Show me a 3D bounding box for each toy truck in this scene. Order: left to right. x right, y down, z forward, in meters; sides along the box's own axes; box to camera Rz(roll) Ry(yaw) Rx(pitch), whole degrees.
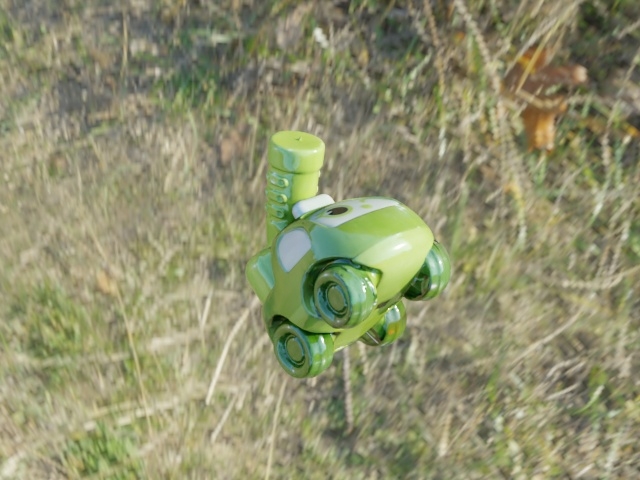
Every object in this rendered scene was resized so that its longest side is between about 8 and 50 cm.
[{"bbox_3d":[0.003,0.021,1.502,0.148,0.187,0.210,-20,51,-40],"label":"toy truck"}]
